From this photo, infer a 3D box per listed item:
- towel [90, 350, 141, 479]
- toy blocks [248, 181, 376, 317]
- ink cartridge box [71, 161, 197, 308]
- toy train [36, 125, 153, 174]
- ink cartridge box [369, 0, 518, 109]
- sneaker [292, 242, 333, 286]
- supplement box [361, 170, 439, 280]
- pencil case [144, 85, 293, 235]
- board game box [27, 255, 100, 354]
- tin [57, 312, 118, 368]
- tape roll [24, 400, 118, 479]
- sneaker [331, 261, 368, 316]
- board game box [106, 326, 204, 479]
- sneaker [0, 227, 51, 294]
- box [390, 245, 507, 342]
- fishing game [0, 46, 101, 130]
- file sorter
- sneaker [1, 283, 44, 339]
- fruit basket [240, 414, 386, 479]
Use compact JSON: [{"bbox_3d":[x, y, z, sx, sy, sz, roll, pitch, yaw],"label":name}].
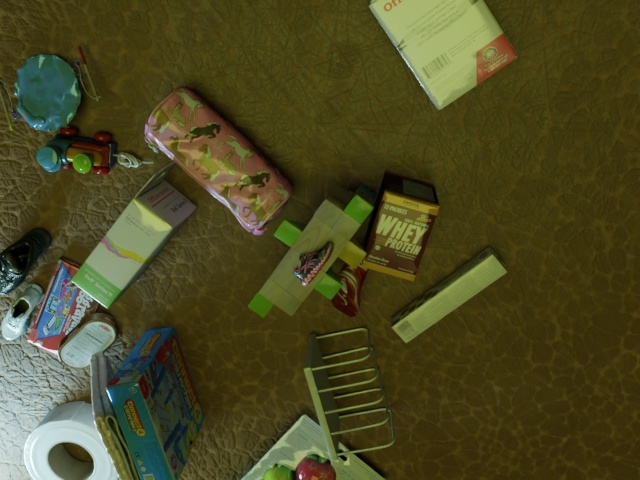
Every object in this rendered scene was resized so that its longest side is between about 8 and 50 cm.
[{"bbox_3d":[-0.531,0.503,1.830,0.053,0.317,0.331,-18,116,-12],"label":"towel"},{"bbox_3d":[0.000,0.000,1.652,0.191,0.261,0.381,36,113,-2],"label":"toy blocks"},{"bbox_3d":[-0.435,-0.021,1.701,0.119,0.207,0.353,40,109,-6],"label":"ink cartridge box"},{"bbox_3d":[-0.550,-0.202,1.684,0.248,0.143,0.105,10,110,2],"label":"toy train"},{"bbox_3d":[0.269,-0.468,1.525,0.207,0.117,0.283,-33,103,15],"label":"ink cartridge box"},{"bbox_3d":[-0.020,0.044,1.510,0.057,0.047,0.119,41,113,8],"label":"sneaker"},{"bbox_3d":[0.187,-0.038,1.643,0.129,0.194,0.191,16,110,0],"label":"supplement box"},{"bbox_3d":[-0.240,-0.187,1.652,0.386,0.160,0.167,41,107,-10],"label":"pencil case"},{"bbox_3d":[-0.695,0.193,1.899,0.145,0.027,0.281,26,110,-5],"label":"board game box"},{"bbox_3d":[-0.639,0.280,1.898,0.190,0.040,0.106,-43,123,10],"label":"tin"},{"bbox_3d":[-0.707,0.616,2.010,0.286,0.100,0.286,2,110,6],"label":"tape roll"},{"bbox_3d":[0.094,0.105,1.746,0.087,0.221,0.128,34,66,13],"label":"sneaker"},{"bbox_3d":[-0.422,0.431,1.810,0.086,0.302,0.308,-12,108,9],"label":"board game box"},{"bbox_3d":[-0.815,0.071,1.814,0.227,0.130,0.087,-42,99,19],"label":"sneaker"},{"bbox_3d":[0.323,0.141,1.762,0.324,0.063,0.067,-39,103,17],"label":"box"},{"bbox_3d":[-0.663,-0.359,1.686,0.264,0.041,0.189,-18,94,15],"label":"fishing game"},{"bbox_3d":[0.079,0.391,1.808,0.173,0.193,0.277,-14,107,7],"label":"file sorter"},{"bbox_3d":[-0.832,0.205,1.887,0.071,0.083,0.190,31,110,-7],"label":"sneaker"},{"bbox_3d":[-0.044,0.711,1.974,0.327,0.165,0.353,40,92,-9],"label":"fruit basket"}]
